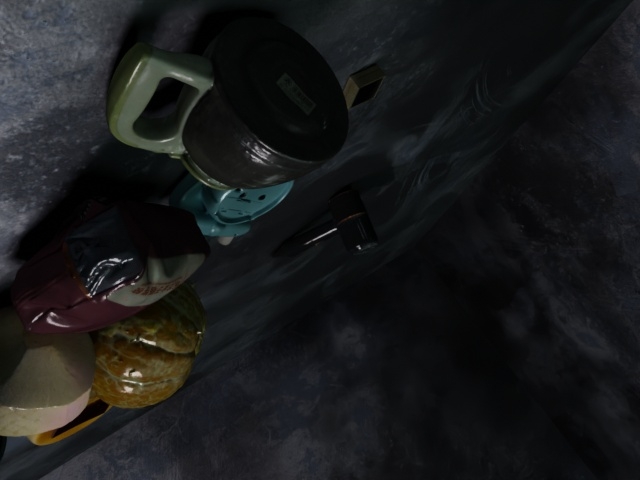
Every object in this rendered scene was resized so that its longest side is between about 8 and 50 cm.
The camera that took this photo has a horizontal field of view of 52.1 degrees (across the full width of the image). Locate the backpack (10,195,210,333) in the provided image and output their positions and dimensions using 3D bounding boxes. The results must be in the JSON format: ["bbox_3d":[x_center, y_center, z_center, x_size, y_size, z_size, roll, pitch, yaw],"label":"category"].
[{"bbox_3d":[-0.388,0.050,1.166,0.317,0.197,0.283,-29,169,16],"label":"backpack"}]

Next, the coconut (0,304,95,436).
[{"bbox_3d":[-0.563,0.243,1.265,0.259,0.259,0.259,-34,167,-9],"label":"coconut"}]

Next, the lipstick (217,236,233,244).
[{"bbox_3d":[-0.216,-0.038,1.623,0.038,0.038,0.131,-24,162,-43],"label":"lipstick"}]

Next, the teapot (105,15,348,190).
[{"bbox_3d":[-0.137,-0.167,0.978,0.239,0.239,0.321,-31,179,42],"label":"teapot"}]

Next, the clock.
[{"bbox_3d":[-0.155,-0.116,1.332,0.274,0.094,0.223,-39,160,24],"label":"clock"}]

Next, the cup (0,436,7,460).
[{"bbox_3d":[-0.850,0.480,1.354,0.292,0.242,0.308,-43,176,35],"label":"cup"}]

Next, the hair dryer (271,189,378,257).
[{"bbox_3d":[0.000,0.000,2.068,0.352,0.189,0.107,-27,169,21],"label":"hair dryer"}]

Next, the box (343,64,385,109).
[{"bbox_3d":[0.092,-0.329,1.409,0.083,0.035,0.079,-29,165,-25],"label":"box"}]

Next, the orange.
[{"bbox_3d":[-0.395,0.222,1.485,0.329,0.249,0.329,-165,-90,-84],"label":"orange"}]

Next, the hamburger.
[{"bbox_3d":[-0.653,0.385,1.674,0.300,0.176,0.300,-33,165,-10],"label":"hamburger"}]
